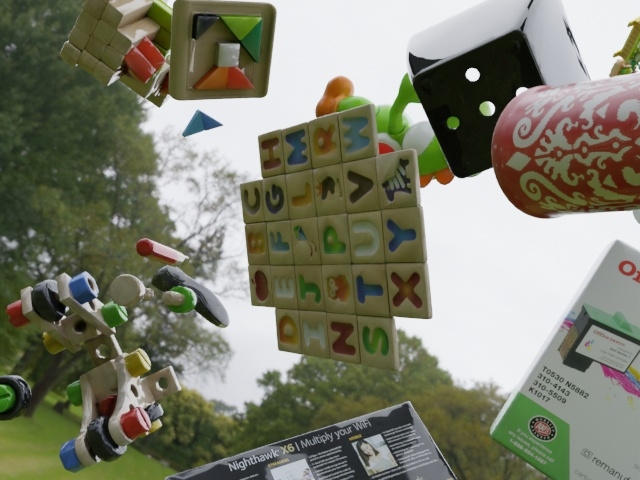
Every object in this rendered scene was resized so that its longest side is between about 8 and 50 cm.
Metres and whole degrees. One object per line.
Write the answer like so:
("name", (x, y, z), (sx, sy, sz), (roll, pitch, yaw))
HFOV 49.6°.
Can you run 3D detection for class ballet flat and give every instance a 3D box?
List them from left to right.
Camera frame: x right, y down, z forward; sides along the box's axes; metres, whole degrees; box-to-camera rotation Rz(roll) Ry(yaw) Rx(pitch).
("ballet flat", (-0.237, 0.108, 1.292), (0.173, 0.049, 0.057), (43, 25, -22))

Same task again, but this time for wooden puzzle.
("wooden puzzle", (-0.065, -0.129, 0.470), (0.014, 0.078, 0.117), (44, -40, 47))

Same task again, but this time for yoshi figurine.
("yoshi figurine", (0.176, -0.225, 1.310), (0.203, 0.203, 0.362), (-14, 28, -42))

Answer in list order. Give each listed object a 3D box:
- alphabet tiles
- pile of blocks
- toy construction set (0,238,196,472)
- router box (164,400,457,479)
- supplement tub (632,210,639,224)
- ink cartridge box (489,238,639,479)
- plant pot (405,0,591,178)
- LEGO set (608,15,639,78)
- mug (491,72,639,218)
("alphabet tiles", (0.000, 0.000, 0.822), (0.011, 0.286, 0.342), (-7, 2, -36))
("pile of blocks", (-0.209, -0.251, 0.904), (0.112, 0.149, 0.362), (36, 5, -8))
("toy construction set", (-0.279, 0.148, 0.979), (0.257, 0.309, 0.237), (38, 0, 13))
("router box", (0.016, 0.325, 0.723), (0.243, 0.308, 0.081), (59, -32, 37))
("supplement tub", (0.540, -0.055, 1.051), (0.107, 0.071, 0.071), (-1, -14, -10))
("ink cartridge box", (0.359, 0.167, 0.813), (0.201, 0.278, 0.117), (32, 0, 18))
("plant pot", (0.202, -0.171, 0.800), (0.187, 0.167, 0.188), (-19, -72, 28))
("LEGO set", (0.641, -0.380, 1.264), (0.107, 0.132, 0.287), (55, -48, 24))
("mug", (0.236, -0.083, 0.520), (0.113, 0.150, 0.169), (58, -15, -12))
